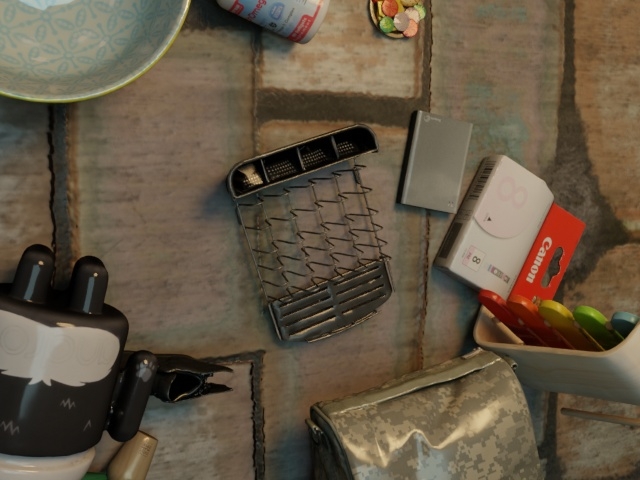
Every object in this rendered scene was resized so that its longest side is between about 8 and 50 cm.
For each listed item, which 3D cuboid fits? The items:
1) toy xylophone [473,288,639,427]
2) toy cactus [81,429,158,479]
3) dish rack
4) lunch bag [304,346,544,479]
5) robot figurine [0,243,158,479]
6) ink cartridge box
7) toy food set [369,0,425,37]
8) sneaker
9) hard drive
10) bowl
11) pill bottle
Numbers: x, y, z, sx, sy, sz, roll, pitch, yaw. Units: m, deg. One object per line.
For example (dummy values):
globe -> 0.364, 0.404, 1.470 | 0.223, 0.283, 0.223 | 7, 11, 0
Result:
toy xylophone -> 0.359, 0.166, 0.941 | 0.236, 0.322, 0.081 | 44, 68, -27
toy cactus -> -0.261, 0.323, 0.839 | 0.219, 0.112, 0.181 | 30, 75, -13
dish rack -> 0.000, 0.000, 0.910 | 0.208, 0.074, 0.272 | -20, 103, -17
lunch bag -> 0.140, 0.301, 0.922 | 0.305, 0.212, 0.256 | -13, 106, -19
robot figurine -> -0.314, 0.148, 0.754 | 0.209, 0.173, 0.278 | 14, 90, 17
ink cartridge box -> 0.308, 0.005, 1.043 | 0.232, 0.066, 0.189 | 28, 85, -18
toy food set -> 0.107, -0.321, 0.944 | 0.083, 0.020, 0.083 | -14, 101, -20
sneaker -> -0.198, 0.169, 0.842 | 0.170, 0.089, 0.051 | 1, 96, -22
hard drive -> 0.166, -0.113, 0.990 | 0.094, 0.022, 0.135 | 9, 92, -22
bowl -> -0.291, -0.284, 0.718 | 0.289, 0.156, 0.290 | -3, 97, -22
pill bottle -> -0.073, -0.312, 0.838 | 0.160, 0.087, 0.087 | 19, 89, -22
